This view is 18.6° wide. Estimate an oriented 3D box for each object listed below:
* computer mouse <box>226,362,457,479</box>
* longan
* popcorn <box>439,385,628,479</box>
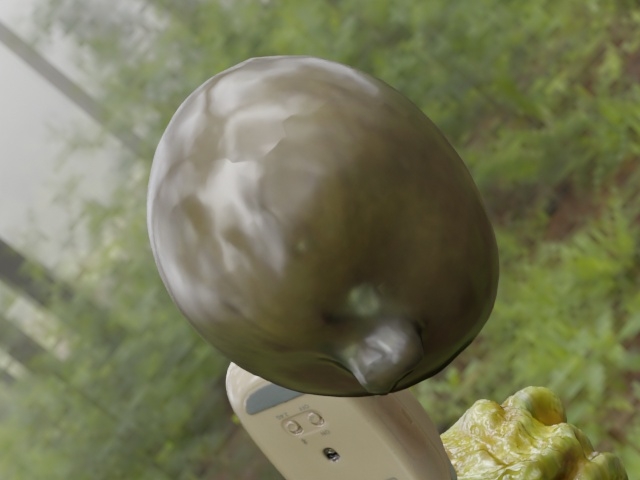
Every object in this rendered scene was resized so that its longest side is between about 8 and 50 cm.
[{"bbox_3d":[0.019,0.166,1.741,0.145,0.236,0.082,-26,28,31],"label":"computer mouse"},{"bbox_3d":[0.000,0.000,1.498,0.243,0.300,0.300,-50,17,29],"label":"longan"},{"bbox_3d":[0.152,0.280,1.963,0.290,0.326,0.321,-53,-23,8],"label":"popcorn"}]
